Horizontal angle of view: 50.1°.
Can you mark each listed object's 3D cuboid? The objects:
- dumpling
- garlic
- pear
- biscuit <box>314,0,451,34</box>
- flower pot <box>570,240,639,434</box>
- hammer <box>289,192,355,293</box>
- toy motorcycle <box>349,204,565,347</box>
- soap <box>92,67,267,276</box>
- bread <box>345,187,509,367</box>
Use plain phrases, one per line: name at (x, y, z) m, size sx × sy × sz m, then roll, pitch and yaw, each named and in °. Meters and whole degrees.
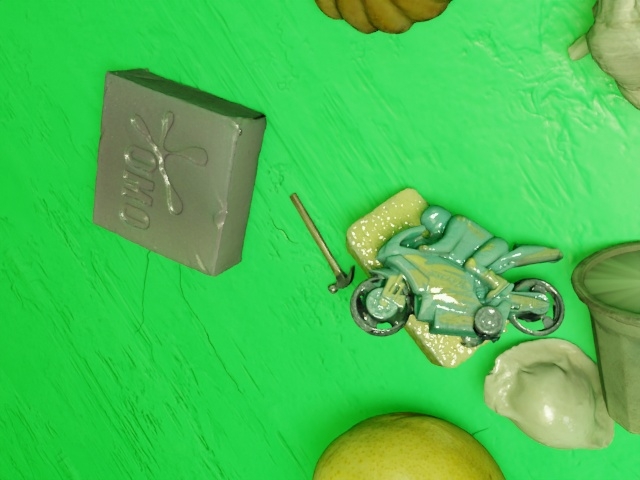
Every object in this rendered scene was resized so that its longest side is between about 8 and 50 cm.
dumpling at (0.343, 0.221, 0.996) m, size 0.111 × 0.181 × 0.155 m, roll 5°, pitch 77°, yaw 63°
garlic at (0.374, -0.250, 0.792) m, size 0.212 × 0.218 × 0.218 m, roll 18°, pitch 119°, yaw 60°
pear at (0.142, 0.412, 1.046) m, size 0.314 × 0.314 × 0.314 m, roll 9°, pitch 110°, yaw 26°
biscuit at (0.076, -0.443, 0.922) m, size 0.325 × 0.107 × 0.326 m, roll 9°, pitch 113°, yaw 23°
flower pot at (0.437, 0.126, 0.868) m, size 0.212 × 0.212 × 0.203 m, roll 0°, pitch 119°, yaw 29°
hammer at (0.000, 0.000, 1.153) m, size 0.062 × 0.017 × 0.182 m, roll -30°, pitch 90°, yaw 32°
toy motorcycle at (0.193, 0.049, 0.962) m, size 0.296 × 0.109 × 0.198 m, roll 6°, pitch 73°, yaw 0°
soap at (-0.251, -0.121, 1.201) m, size 0.285 × 0.107 × 0.296 m, roll 21°, pitch 116°, yaw 19°
bread at (0.146, 0.070, 1.048) m, size 0.266 × 0.142 × 0.178 m, roll 52°, pitch 137°, yaw 6°
